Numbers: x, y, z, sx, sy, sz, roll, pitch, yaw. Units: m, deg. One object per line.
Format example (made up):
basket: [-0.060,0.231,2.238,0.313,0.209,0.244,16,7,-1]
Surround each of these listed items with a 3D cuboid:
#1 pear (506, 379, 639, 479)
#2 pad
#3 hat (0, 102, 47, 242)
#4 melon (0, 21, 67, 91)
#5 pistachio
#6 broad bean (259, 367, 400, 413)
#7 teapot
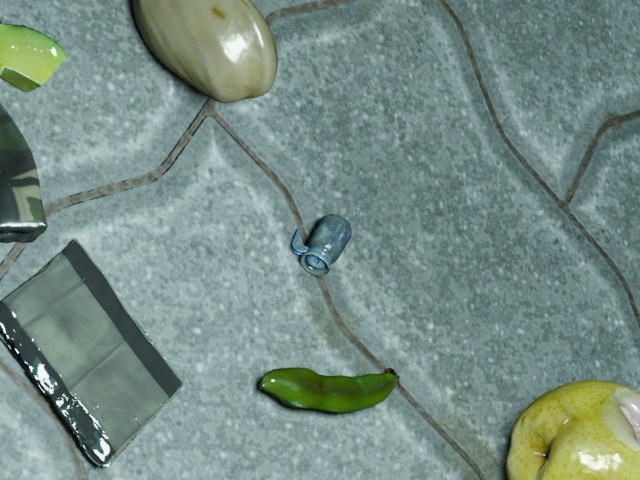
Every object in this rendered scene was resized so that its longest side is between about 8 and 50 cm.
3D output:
pear: [0.395,0.323,2.404,0.271,0.271,0.271,15,66,-38]
pad: [-0.273,0.133,2.017,0.233,0.022,0.174,56,48,-12]
hat: [-0.514,-0.041,1.782,0.381,0.257,0.366,-43,118,1]
melon: [-0.395,-0.196,1.992,0.118,0.064,0.209,54,50,-21]
pistachio: [-0.149,-0.278,2.190,0.238,0.153,0.138,45,35,13]
broad bean: [0.016,0.198,2.240,0.254,0.046,0.065,4,67,-43]
teapot: [0.003,-0.001,2.292,0.063,0.049,0.083,46,51,-21]
